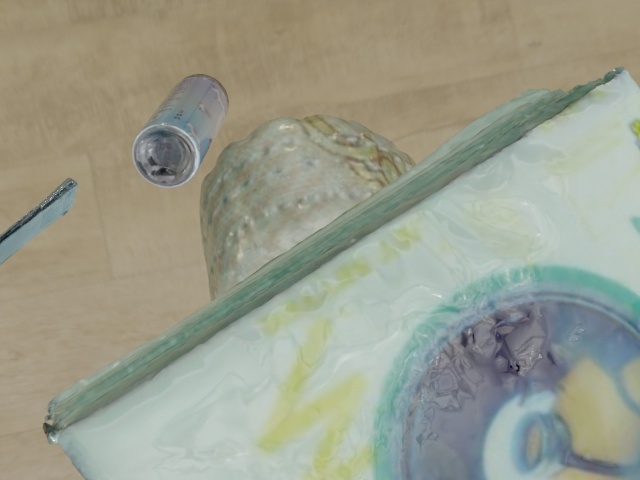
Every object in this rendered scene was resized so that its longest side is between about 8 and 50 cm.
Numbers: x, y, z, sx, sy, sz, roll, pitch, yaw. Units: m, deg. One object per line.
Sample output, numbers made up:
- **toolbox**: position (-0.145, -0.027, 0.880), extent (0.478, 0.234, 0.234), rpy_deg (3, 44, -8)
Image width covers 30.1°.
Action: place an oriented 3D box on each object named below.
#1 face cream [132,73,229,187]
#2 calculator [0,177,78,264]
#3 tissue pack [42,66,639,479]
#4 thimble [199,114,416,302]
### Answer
- **face cream**: position (-0.151, -0.133, 1.346), extent (0.075, 0.229, 0.075), rpy_deg (2, 115, 5)
- **calculator**: position (-0.370, -0.021, 1.523), extent (0.018, 0.057, 0.172), rpy_deg (31, 46, 11)
- **tissue pack**: position (0.077, 0.112, 0.709), extent (0.388, 0.162, 0.287), rpy_deg (-33, 94, -12)
- **thimble**: position (0.000, 0.000, 1.444), extent (0.291, 0.291, 0.195), rpy_deg (-10, 58, -5)
